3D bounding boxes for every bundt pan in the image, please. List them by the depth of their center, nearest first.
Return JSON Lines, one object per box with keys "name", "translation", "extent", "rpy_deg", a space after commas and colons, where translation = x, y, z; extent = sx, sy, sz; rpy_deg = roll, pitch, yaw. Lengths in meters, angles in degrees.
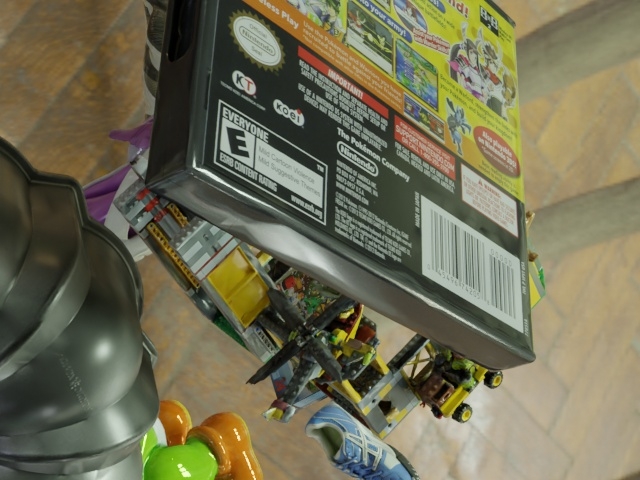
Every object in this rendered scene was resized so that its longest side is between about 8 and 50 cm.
{"name": "bundt pan", "translation": [-0.235, 0.101, 0.602], "extent": [0.331, 0.124, 0.330], "rpy_deg": [-8, 111, -21]}

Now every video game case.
{"name": "video game case", "translation": [0.027, -0.084, 0.618], "extent": [0.275, 0.035, 0.248], "rpy_deg": [29, 52, -41]}

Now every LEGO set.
{"name": "LEGO set", "translation": [-0.001, -0.012, 0.880], "extent": [0.255, 0.331, 0.192], "rpy_deg": [-39, 135, -8]}

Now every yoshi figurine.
{"name": "yoshi figurine", "translation": [-0.230, 0.292, 1.104], "extent": [0.362, 0.203, 0.203], "rpy_deg": [-17, 147, -49]}

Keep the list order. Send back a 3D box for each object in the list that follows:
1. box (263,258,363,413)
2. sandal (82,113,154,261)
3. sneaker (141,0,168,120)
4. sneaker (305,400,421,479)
{"name": "box", "translation": [-0.018, 0.122, 1.691], "extent": [0.044, 0.159, 0.233], "rpy_deg": [29, 36, -55]}
{"name": "sandal", "translation": [-0.195, -0.070, 1.214], "extent": [0.102, 0.416, 0.169], "rpy_deg": [34, 35, -35]}
{"name": "sneaker", "translation": [-0.233, -0.263, 1.792], "extent": [0.169, 0.447, 0.257], "rpy_deg": [12, 119, -9]}
{"name": "sneaker", "translation": [0.060, 0.323, 1.625], "extent": [0.081, 0.211, 0.080], "rpy_deg": [-16, 139, -50]}
